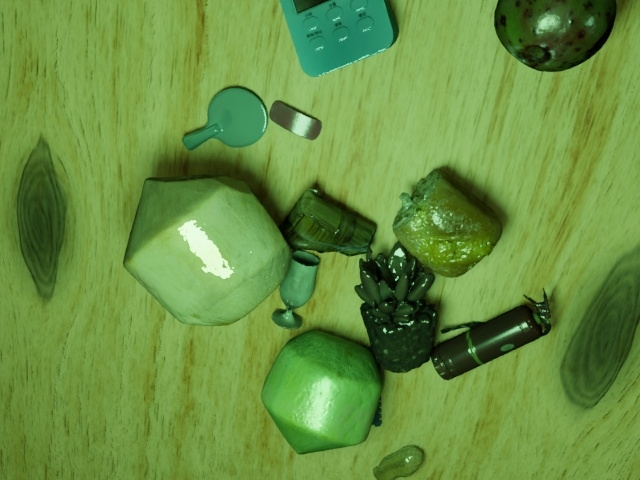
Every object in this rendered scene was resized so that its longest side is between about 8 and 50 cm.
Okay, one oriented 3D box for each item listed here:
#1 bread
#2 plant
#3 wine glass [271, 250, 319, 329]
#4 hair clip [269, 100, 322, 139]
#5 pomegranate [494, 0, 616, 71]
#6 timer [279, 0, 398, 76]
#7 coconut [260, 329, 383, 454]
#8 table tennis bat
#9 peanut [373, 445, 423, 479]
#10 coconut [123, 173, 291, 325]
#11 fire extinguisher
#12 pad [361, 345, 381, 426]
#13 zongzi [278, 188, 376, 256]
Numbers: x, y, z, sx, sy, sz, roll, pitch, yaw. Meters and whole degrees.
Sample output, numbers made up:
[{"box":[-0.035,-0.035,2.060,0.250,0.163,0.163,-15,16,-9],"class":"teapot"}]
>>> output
[{"box":[0.289,-0.034,1.649,0.246,0.176,0.195,38,115,-5],"class":"bread"},{"box":[0.190,0.163,1.749,0.181,0.194,0.321,-18,122,-16],"class":"plant"},{"box":[-0.065,0.130,1.847,0.092,0.093,0.202,18,116,5],"class":"wine glass"},{"box":[-0.063,-0.293,1.708,0.137,0.022,0.054,27,113,1],"class":"hair clip"},{"box":[0.470,-0.496,1.413,0.242,0.242,0.306,-3,72,14],"class":"pomegranate"},{"box":[0.033,-0.517,1.558,0.231,0.091,0.250,-18,103,20],"class":"timer"},{"box":[0.003,0.413,1.834,0.328,0.281,0.329,-3,99,-22],"class":"coconut"},{"box":[-0.243,-0.289,1.747,0.237,0.038,0.149,-25,106,17],"class":"table tennis bat"},{"box":[0.225,0.652,2.008,0.174,0.080,0.080,-36,100,27],"class":"peanut"},{"box":[-0.285,0.000,1.704,0.415,0.345,0.416,5,112,13],"class":"coconut"},{"box":[0.437,0.234,1.764,0.341,0.105,0.141,-33,103,26],"class":"fire extinguisher"},{"box":[0.042,0.409,1.983,0.268,0.012,0.270,1,112,13],"class":"pad"},{"box":[0.000,0.000,1.787,0.221,0.112,0.242,27,138,-13],"class":"zongzi"}]
